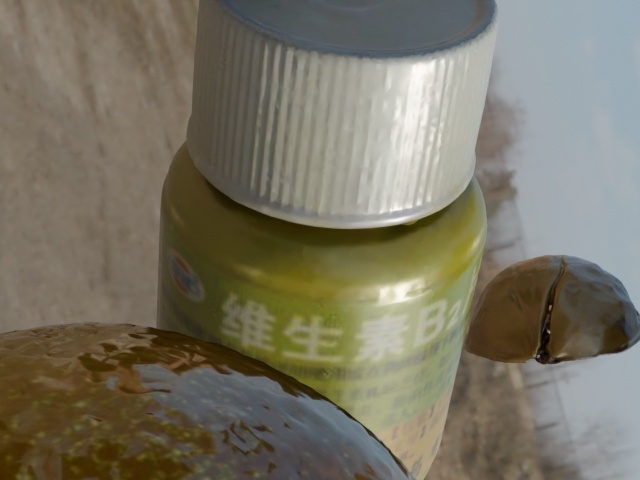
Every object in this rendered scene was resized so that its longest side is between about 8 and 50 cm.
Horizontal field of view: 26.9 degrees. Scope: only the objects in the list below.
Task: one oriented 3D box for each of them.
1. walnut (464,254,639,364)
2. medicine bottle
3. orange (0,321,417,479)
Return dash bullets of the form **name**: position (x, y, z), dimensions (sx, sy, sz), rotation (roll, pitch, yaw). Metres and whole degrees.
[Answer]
- **walnut**: position (0.213, 0.056, 1.236), dimensions (0.211, 0.167, 0.087), rotation (-24, 106, -80)
- **medicine bottle**: position (0.000, 0.000, 0.927), dimensions (0.224, 0.224, 0.384), rotation (-98, -168, -54)
- **orange**: position (-0.067, 0.161, 0.418), dimensions (0.274, 0.274, 0.274), rotation (-15, 90, -85)
